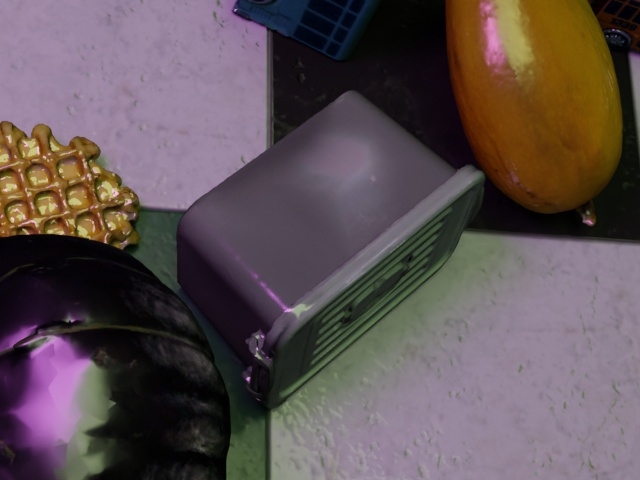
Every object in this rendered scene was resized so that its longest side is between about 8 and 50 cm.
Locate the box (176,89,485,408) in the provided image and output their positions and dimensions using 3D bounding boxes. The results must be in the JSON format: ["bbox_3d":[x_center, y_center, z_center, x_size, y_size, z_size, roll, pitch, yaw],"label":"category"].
[{"bbox_3d":[0.000,0.000,1.047,0.243,0.163,0.135,-39,72,-23],"label":"box"}]

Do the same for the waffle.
[{"bbox_3d":[-0.234,-0.010,1.056,0.191,0.038,0.191,4,68,-11],"label":"waffle"}]

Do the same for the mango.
[{"bbox_3d":[0.179,-0.157,1.129,0.176,0.119,0.316,-26,100,-45],"label":"mango"}]

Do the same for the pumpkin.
[{"bbox_3d":[-0.171,0.145,0.893,0.296,0.296,0.295,5,68,-11],"label":"pumpkin"}]

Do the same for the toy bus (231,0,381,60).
[{"bbox_3d":[0.022,-0.274,1.103,0.147,0.256,0.128,27,65,-5],"label":"toy bus"}]

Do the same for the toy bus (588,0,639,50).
[{"bbox_3d":[0.268,-0.250,1.232,0.182,0.103,0.091,18,66,-6],"label":"toy bus"}]
